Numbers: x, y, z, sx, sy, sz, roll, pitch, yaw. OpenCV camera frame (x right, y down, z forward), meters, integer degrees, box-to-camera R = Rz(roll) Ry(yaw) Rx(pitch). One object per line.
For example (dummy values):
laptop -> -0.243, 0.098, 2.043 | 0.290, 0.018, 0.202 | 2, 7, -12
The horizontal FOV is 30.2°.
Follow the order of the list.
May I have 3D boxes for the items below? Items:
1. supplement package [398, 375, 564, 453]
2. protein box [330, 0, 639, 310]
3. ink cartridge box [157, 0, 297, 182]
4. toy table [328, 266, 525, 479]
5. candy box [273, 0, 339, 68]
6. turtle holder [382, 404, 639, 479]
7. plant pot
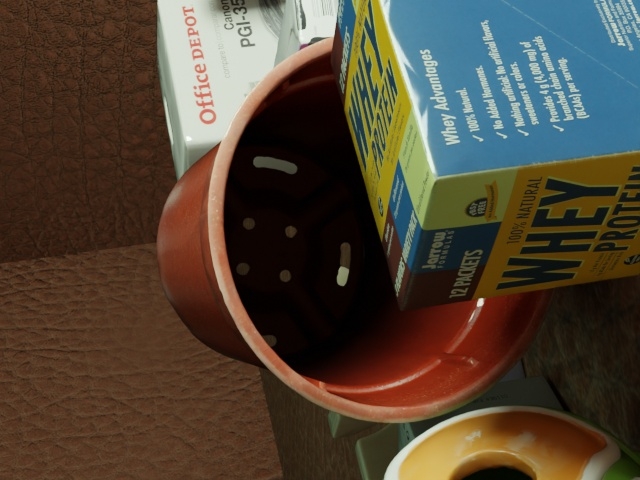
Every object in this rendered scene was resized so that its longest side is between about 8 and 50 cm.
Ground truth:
supplement package -> 0.149, 0.262, 1.039 | 0.134, 0.139, 0.244 | -112, 16, -56
protein box -> 0.128, -0.088, 0.699 | 0.136, 0.201, 0.200 | 98, 162, -57
ink cartridge box -> -0.020, -0.159, 1.241 | 0.117, 0.283, 0.207 | 97, 162, -56
toy table -> 0.096, 0.129, 1.179 | 0.252, 0.160, 0.274 | 94, 163, -51
candy box -> 0.066, -0.160, 1.001 | 0.165, 0.196, 0.070 | 108, 156, -69
turtle holder -> 0.115, 0.268, 0.757 | 0.320, 0.243, 0.227 | -69, -15, 1
plant pot -> 0.000, 0.000, 0.934 | 0.265, 0.272, 0.272 | 168, 94, -66
